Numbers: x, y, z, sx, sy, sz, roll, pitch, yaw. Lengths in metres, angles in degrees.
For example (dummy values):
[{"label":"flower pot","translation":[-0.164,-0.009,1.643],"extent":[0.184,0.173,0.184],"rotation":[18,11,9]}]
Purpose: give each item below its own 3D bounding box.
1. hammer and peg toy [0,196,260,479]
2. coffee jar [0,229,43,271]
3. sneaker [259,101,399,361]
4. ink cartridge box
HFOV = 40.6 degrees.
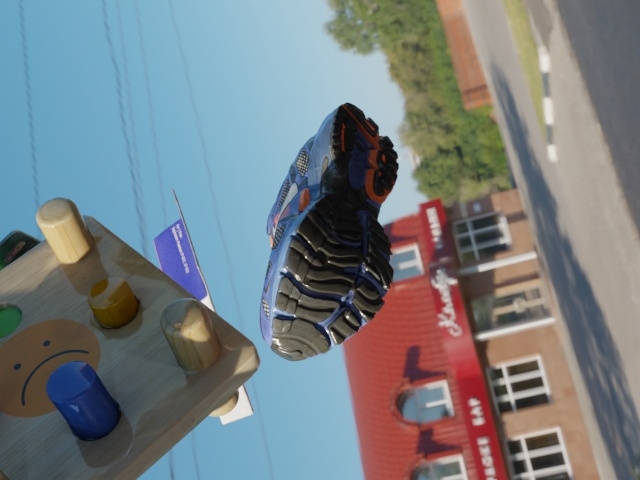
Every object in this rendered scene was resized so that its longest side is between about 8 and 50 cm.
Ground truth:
[{"label":"hammer and peg toy","translation":[-0.252,0.145,0.678],"extent":[0.266,0.361,0.127],"rotation":[32,150,33]},{"label":"coffee jar","translation":[-0.269,0.065,0.933],"extent":[0.096,0.184,0.079],"rotation":[-70,5,-54]},{"label":"sneaker","translation":[0.000,0.000,0.615],"extent":[0.083,0.087,0.221],"rotation":[37,-138,-17]},{"label":"ink cartridge box","translation":[-0.186,0.112,1.339],"extent":[0.370,0.069,0.175],"rotation":[81,167,-46]}]
